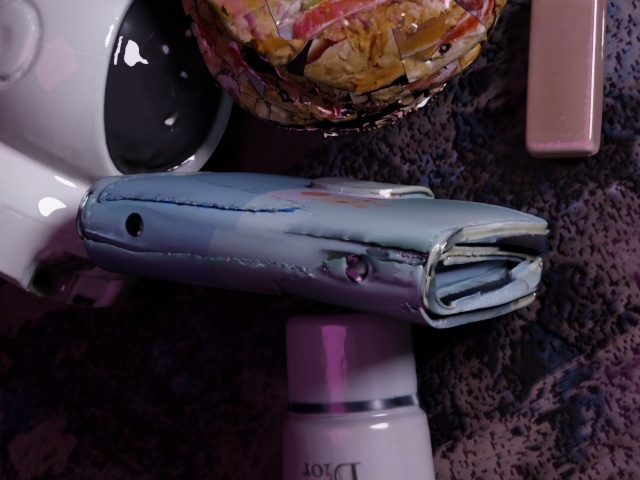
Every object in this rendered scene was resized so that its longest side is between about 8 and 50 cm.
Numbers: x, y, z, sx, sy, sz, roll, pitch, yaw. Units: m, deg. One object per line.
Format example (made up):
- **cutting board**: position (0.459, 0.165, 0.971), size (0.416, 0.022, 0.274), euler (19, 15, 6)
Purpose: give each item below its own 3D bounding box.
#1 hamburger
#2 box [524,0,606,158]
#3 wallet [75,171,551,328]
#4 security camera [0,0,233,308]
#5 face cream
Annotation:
- **hamburger**: position (0.015, -0.181, 1.087), size (0.231, 0.107, 0.231), euler (-2, 69, 6)
- **box**: position (0.154, -0.109, 1.066), size (0.048, 0.025, 0.115), euler (-1, 82, 26)
- **wallet**: position (0.000, 0.000, 1.052), size (0.250, 0.176, 0.075), euler (9, 97, 32)
- **security camera**: position (-0.166, -0.093, 1.163), size (0.194, 0.194, 0.236), euler (31, 96, 31)
- **face cream**: position (0.028, 0.199, 1.069), size (0.143, 0.089, 0.314), euler (-5, 90, 31)
